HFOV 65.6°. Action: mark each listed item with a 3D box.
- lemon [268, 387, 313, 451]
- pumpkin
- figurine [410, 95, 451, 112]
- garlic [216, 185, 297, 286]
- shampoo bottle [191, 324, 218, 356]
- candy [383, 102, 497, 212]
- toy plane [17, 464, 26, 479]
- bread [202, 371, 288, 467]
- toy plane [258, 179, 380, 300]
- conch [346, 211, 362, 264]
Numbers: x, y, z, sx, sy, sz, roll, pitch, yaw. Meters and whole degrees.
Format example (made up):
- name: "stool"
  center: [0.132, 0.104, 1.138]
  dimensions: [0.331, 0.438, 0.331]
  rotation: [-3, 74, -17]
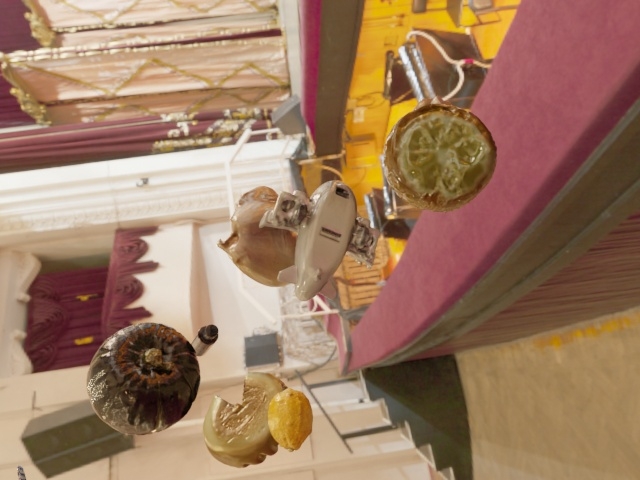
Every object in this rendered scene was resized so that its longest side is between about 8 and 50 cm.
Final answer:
- name: "lemon"
  center: [-0.075, 0.449, 1.249]
  dimensions: [0.114, 0.114, 0.155]
  rotation: [88, 174, -61]
- name: "pumpkin"
  center: [-0.508, 0.396, 1.449]
  dimensions: [0.323, 0.323, 0.241]
  rotation: [-101, 24, -43]
- name: "figurine"
  center: [0.331, -0.284, 1.440]
  dimensions: [0.141, 0.162, 0.237]
  rotation: [-29, 60, 59]
- name: "garlic"
  center: [-0.105, -0.007, 1.047]
  dimensions: [0.217, 0.110, 0.228]
  rotation: [63, -151, -6]
- name: "shampoo bottle"
  center: [-0.386, 0.332, 1.662]
  dimensions: [0.214, 0.072, 0.072]
  rotation: [132, 134, -54]
- name: "candy"
  center: [0.270, -0.191, 1.144]
  dimensions: [0.118, 0.259, 0.260]
  rotation: [82, 179, -71]
- name: "toy plane"
  center: [-0.565, 0.579, 0.958]
  dimensions: [0.273, 0.107, 0.182]
  rotation: [47, -174, -1]
- name: "bread"
  center: [-0.237, 0.624, 1.712]
  dimensions: [0.333, 0.332, 0.160]
  rotation: [-102, -5, -47]
- name: "toy plane"
  center: [0.001, -0.001, 0.988]
  dimensions: [0.118, 0.252, 0.252]
  rotation: [168, 94, -70]
- name: "conch"
  center: [0.091, -0.023, 1.324]
  dimensions: [0.094, 0.104, 0.176]
  rotation: [-1, 87, 48]
